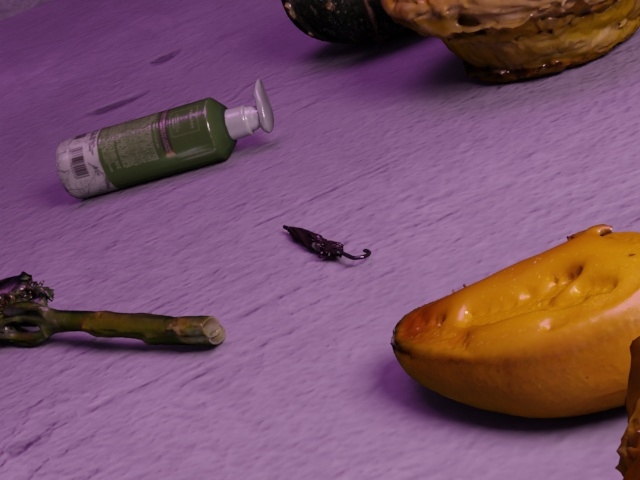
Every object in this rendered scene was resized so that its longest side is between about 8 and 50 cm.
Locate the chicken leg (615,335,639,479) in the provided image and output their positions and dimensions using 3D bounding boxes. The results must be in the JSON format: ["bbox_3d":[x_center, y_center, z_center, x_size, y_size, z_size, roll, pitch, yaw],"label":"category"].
[{"bbox_3d":[0.285,0.040,0.374,0.410,0.181,0.295,-7,8,9],"label":"chicken leg"}]

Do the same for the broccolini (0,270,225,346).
[{"bbox_3d":[-0.163,0.062,0.867,0.254,0.071,0.058,5,-9,35],"label":"broccolini"}]

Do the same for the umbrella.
[{"bbox_3d":[-0.003,0.001,0.879,0.022,0.013,0.122,-17,17,-27],"label":"umbrella"}]

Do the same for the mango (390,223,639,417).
[{"bbox_3d":[0.112,0.044,0.609,0.188,0.066,0.101,-11,31,36],"label":"mango"}]

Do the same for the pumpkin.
[{"bbox_3d":[0.047,-0.285,1.341,0.190,0.146,0.190,1,12,0],"label":"pumpkin"}]

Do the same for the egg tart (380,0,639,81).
[{"bbox_3d":[0.190,-0.221,1.103,0.294,0.123,0.294,-14,23,6],"label":"egg tart"}]

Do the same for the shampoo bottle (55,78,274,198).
[{"bbox_3d":[-0.141,-0.093,1.156,0.205,0.065,0.065,-14,22,14],"label":"shampoo bottle"}]
